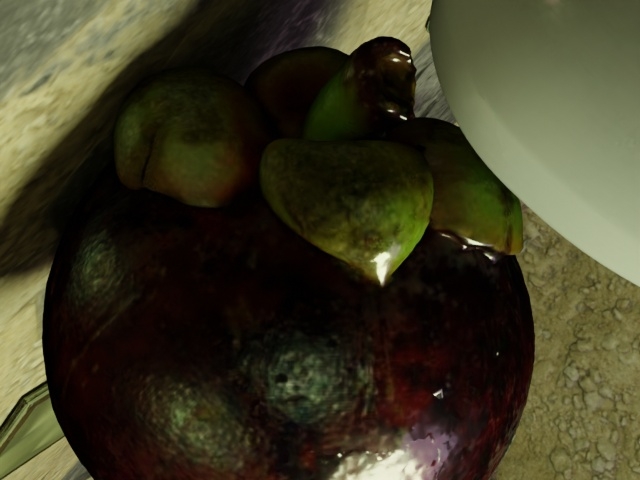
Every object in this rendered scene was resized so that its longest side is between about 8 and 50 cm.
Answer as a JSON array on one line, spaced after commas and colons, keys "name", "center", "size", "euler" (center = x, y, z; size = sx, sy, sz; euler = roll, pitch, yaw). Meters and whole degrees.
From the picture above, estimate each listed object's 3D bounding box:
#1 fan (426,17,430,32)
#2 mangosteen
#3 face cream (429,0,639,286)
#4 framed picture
[{"name": "fan", "center": [0.118, -0.196, 1.408], "size": [0.085, 0.005, 0.133], "euler": [-45, 170, -1]}, {"name": "mangosteen", "center": [-0.011, 0.044, 0.986], "size": [0.300, 0.300, 0.300], "euler": [-43, 171, -8]}, {"name": "face cream", "center": [0.203, -0.137, 0.904], "size": [0.312, 0.357, 0.219], "euler": [-41, 171, -19]}, {"name": "framed picture", "center": [-0.208, 0.135, 1.455], "size": [0.231, 0.010, 0.173], "euler": [-33, 166, -52]}]
